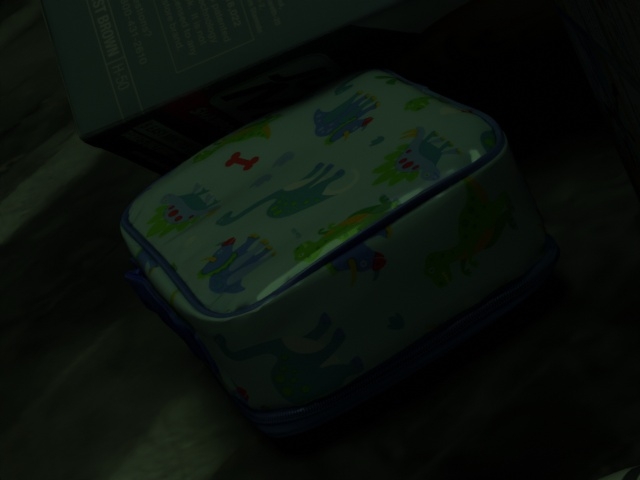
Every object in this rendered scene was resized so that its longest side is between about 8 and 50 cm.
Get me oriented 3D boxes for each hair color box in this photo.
[{"bbox_3d":[0.054,-0.153,1.009,0.374,0.113,0.185,-22,-16,15],"label":"hair color box"}]

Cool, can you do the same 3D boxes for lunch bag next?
[{"bbox_3d":[0.000,0.000,0.887,0.176,0.090,0.219,-31,23,-10],"label":"lunch bag"}]

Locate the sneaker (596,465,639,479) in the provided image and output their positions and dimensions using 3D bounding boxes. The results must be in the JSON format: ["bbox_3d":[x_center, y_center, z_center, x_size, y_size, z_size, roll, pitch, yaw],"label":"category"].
[{"bbox_3d":[0.126,0.160,0.366,0.127,0.126,0.321,-25,33,20],"label":"sneaker"}]

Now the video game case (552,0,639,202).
[{"bbox_3d":[0.138,-0.077,0.659,0.061,0.269,0.244,-27,23,2],"label":"video game case"}]
